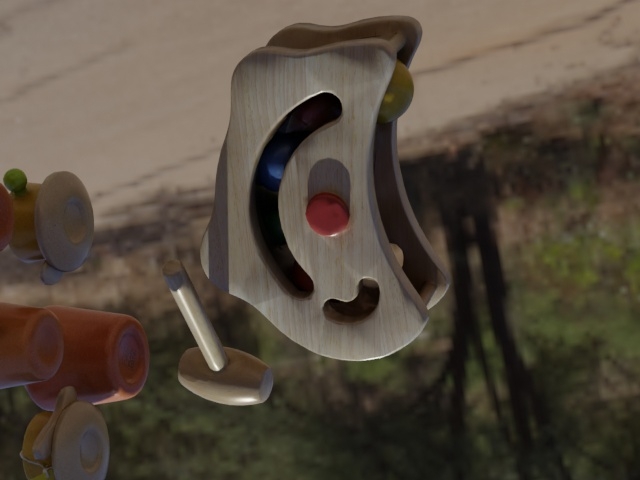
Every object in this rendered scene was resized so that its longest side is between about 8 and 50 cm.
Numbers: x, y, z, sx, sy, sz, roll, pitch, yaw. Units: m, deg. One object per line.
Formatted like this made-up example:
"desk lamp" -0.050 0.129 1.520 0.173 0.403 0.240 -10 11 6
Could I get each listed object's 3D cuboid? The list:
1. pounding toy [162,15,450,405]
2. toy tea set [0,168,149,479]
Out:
"pounding toy" 0.000 0.000 1.074 0.154 0.270 0.155 17 -156 11
"toy tea set" -0.263 0.057 1.450 0.124 0.336 0.200 -3 -147 23
